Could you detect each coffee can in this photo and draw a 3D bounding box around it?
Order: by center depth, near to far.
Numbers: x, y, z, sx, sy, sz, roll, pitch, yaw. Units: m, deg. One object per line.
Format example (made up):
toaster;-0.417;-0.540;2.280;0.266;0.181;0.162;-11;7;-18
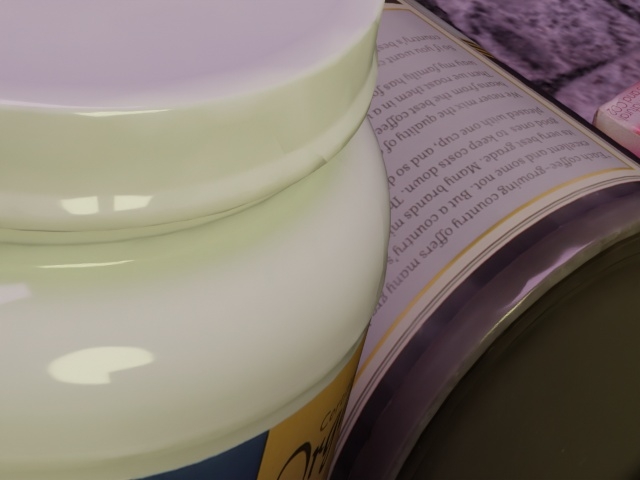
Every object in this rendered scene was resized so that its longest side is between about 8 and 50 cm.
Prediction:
coffee can;0.000;0.000;0.763;0.201;0.201;0.275;-18;46;-39

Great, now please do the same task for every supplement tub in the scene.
supplement tub;-0.108;0.042;0.562;0.228;0.316;0.228;9;35;-7

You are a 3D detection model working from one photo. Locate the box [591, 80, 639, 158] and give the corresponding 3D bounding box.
box;0.243;-0.018;0.930;0.154;0.142;0.300;32;38;24
